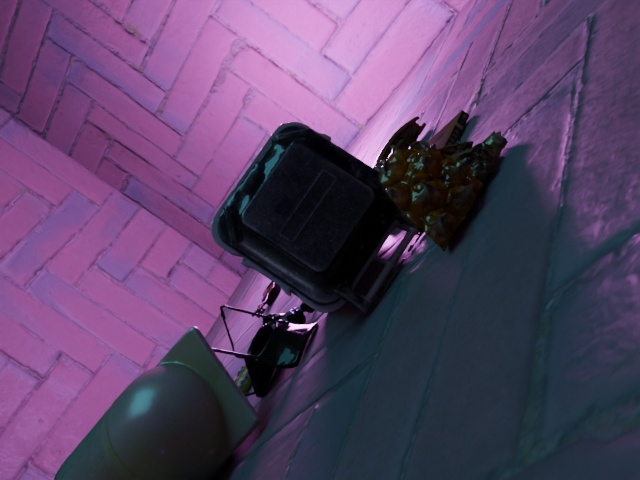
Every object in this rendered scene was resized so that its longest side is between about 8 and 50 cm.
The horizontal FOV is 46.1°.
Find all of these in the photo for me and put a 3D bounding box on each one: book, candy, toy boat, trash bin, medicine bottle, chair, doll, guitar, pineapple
[{"bbox_3d":[0.195,-0.129,1.422,0.161,0.026,0.231,-44,13,54],"label":"book"},{"bbox_3d":[-0.180,0.328,1.720,0.178,0.032,0.102,-57,10,-30],"label":"candy"},{"bbox_3d":[0.180,-0.205,1.760,0.206,0.064,0.072,-56,21,-16],"label":"toy boat"},{"bbox_3d":[0.000,0.000,1.322,0.256,0.296,0.368,-57,-7,-12],"label":"trash bin"},{"bbox_3d":[-0.293,0.373,1.399,0.406,0.235,0.236,-48,8,19],"label":"medicine bottle"},{"bbox_3d":[-0.114,0.229,1.486,0.140,0.221,0.145,-63,-32,-49],"label":"chair"},{"bbox_3d":[-0.087,0.185,1.637,0.195,0.070,0.096,-37,2,46],"label":"doll"},{"bbox_3d":[-0.160,0.178,2.283,0.084,0.038,0.271,-53,4,18],"label":"guitar"},{"bbox_3d":[0.167,-0.107,1.059,0.164,0.139,0.250,-49,5,27],"label":"pineapple"}]
